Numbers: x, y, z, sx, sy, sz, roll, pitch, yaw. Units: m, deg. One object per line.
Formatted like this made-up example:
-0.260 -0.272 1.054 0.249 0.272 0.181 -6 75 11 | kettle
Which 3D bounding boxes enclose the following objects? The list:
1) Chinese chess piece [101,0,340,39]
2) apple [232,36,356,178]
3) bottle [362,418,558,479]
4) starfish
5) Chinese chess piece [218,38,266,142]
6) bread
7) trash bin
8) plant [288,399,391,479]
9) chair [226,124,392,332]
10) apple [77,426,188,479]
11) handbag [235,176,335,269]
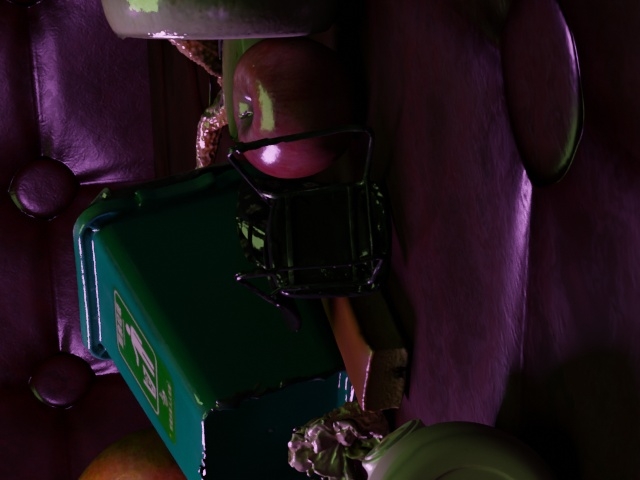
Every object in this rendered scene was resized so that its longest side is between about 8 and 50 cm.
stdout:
-0.102 -0.263 1.574 0.250 0.250 0.101 -143 50 -73 | Chinese chess piece
-0.024 -0.141 1.598 0.153 0.120 0.154 175 90 -72 | apple
0.098 0.208 1.185 0.236 0.147 0.148 163 101 -85 | bottle
-0.155 -0.290 2.100 0.398 0.132 0.384 54 -144 -79 | starfish
-0.074 -0.210 1.885 0.188 0.083 0.189 177 90 -79 | Chinese chess piece
0.039 0.077 1.582 0.226 0.049 0.088 -111 19 -52 | bread
-0.104 0.109 1.803 0.259 0.295 0.381 94 153 -43 | trash bin
0.024 0.234 1.615 0.116 0.104 0.122 -23 79 60 | plant
0.000 0.000 1.507 0.221 0.145 0.140 67 -161 -67 | chair
-0.244 0.466 2.444 0.339 0.339 0.340 174 90 -78 | apple
-0.039 -0.008 1.681 0.139 0.115 0.072 -86 1 -58 | handbag
